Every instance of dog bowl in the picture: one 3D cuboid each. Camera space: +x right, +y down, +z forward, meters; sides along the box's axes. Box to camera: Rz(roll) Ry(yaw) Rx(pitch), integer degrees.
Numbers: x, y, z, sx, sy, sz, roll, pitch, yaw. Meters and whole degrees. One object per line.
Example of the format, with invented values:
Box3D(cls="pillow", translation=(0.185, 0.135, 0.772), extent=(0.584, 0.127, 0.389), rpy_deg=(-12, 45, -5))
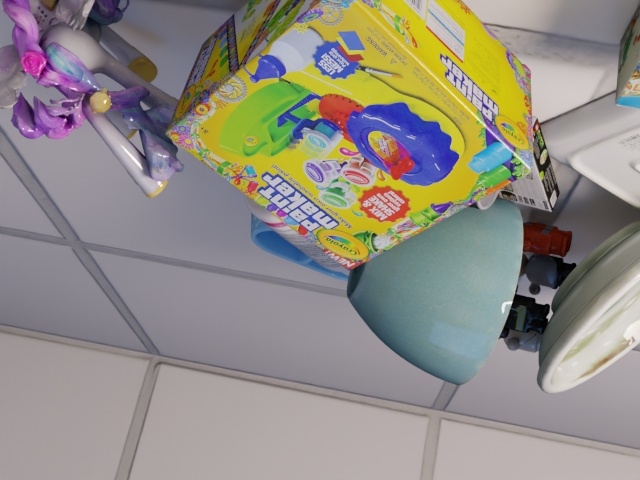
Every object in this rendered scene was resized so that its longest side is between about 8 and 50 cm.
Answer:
Box3D(cls="dog bowl", translation=(0.000, 0.000, 1.565), extent=(0.297, 0.074, 0.166), rpy_deg=(21, 155, -21))

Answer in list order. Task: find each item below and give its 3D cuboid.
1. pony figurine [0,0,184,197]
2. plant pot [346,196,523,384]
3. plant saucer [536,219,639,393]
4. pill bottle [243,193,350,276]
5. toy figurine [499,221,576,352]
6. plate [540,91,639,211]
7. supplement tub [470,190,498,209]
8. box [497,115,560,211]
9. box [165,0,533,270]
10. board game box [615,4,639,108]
Box3D(cls="pony figurine", translation=(-0.298, -0.215, 0.948), extent=(0.363, 0.303, 0.351), rpy_deg=(45, -175, -39))
Box3D(cls="plant pot", translation=(0.152, 0.050, 1.230), extent=(0.195, 0.290, 0.290), rpy_deg=(17, 157, -7))
Box3D(cls="plant saucer", translation=(0.473, 0.075, 1.275), extent=(0.100, 0.400, 0.400), rpy_deg=(51, 175, 29))
Box3D(cls="pill bottle", translation=(0.018, -0.045, 1.339), extent=(0.160, 0.160, 0.283), rpy_deg=(-5, 151, 35))
Box3D(cls="toy figurine", translation=(0.340, 0.079, 1.405), extent=(0.148, 0.213, 0.209), rpy_deg=(13, 162, 26))
Box3D(cls="plate", translation=(0.469, -0.115, 1.098), extent=(0.278, 0.045, 0.277), rpy_deg=(25, 155, -26))
Box3D(cls="supplement tub", translation=(0.152, -0.101, 1.149), extent=(0.197, 0.106, 0.106), rpy_deg=(19, 164, 35))
Box3D(cls="box", translation=(0.269, -0.116, 1.169), extent=(0.114, 0.036, 0.207), rpy_deg=(18, 163, 31))
Box3D(cls="box", translation=(0.038, -0.156, 0.919), extent=(0.290, 0.177, 0.279), rpy_deg=(36, 134, -26))
Box3D(cls="board game box", translation=(0.441, -0.231, 0.779), extent=(0.224, 0.098, 0.303), rpy_deg=(10, 158, 6))
